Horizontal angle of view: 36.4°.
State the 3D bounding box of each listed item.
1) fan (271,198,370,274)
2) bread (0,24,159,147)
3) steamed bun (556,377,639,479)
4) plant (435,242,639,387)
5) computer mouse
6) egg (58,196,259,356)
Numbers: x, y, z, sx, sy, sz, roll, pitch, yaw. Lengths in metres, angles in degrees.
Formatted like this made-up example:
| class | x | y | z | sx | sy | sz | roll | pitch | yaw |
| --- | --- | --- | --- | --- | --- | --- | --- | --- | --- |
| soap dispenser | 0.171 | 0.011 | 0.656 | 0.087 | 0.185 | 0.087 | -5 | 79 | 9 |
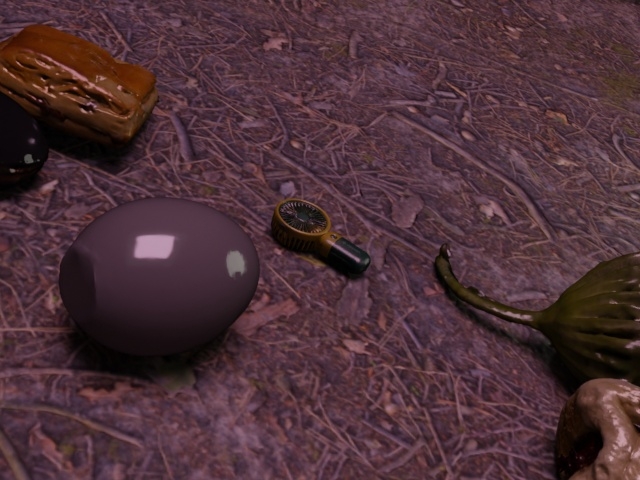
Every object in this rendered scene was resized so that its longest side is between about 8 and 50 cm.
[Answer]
| class | x | y | z | sx | sy | sz | roll | pitch | yaw |
| --- | --- | --- | --- | --- | --- | --- | --- | --- | --- |
| fan | 0.000 | 0.000 | 1.349 | 0.155 | 0.039 | 0.082 | 33 | 35 | 17 |
| bread | -0.355 | -0.232 | 1.407 | 0.235 | 0.099 | 0.210 | 20 | 22 | -7 |
| steamed bun | 0.335 | 0.260 | 1.085 | 0.172 | 0.141 | 0.155 | 26 | 48 | 15 |
| plant | 0.319 | 0.127 | 1.319 | 0.333 | 0.180 | 0.251 | -6 | 35 | 22 |
| computer mouse | -0.510 | -0.162 | 1.251 | 0.323 | 0.116 | 0.183 | 15 | 28 | -7 |
| egg | -0.170 | 0.037 | 1.086 | 0.231 | 0.176 | 0.176 | -14 | 46 | -45 |
